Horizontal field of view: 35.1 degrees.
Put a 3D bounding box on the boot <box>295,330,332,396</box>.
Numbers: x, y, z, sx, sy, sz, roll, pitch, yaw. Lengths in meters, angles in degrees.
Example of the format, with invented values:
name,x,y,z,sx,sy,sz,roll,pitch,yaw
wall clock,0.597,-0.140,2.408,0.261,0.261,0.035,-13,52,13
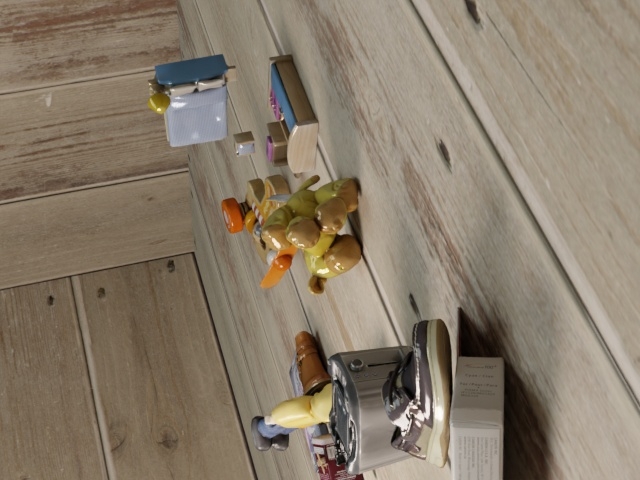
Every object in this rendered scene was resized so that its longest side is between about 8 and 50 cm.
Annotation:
name,x,y,z,sx,sy,sz,roll,pitch,yaw
boot,-0.021,0.275,2.268,0.197,0.073,0.152,123,139,-68

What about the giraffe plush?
name,x,y,z,sx,sy,sz,roll,pitch,yaw
giraffe plush,0.000,0.000,1.784,0.170,0.181,0.210,61,164,-23

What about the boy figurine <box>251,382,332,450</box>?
name,x,y,z,sx,sy,sz,roll,pitch,yaw
boy figurine,-0.026,0.383,2.197,0.285,0.177,0.092,-29,60,44

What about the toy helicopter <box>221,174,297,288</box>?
name,x,y,z,sx,sy,sz,roll,pitch,yaw
toy helicopter,-0.111,-0.038,2.247,0.355,0.140,0.235,120,134,-69

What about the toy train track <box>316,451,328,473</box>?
name,x,y,z,sx,sy,sz,roll,pitch,yaw
toy train track,0.004,0.466,2.127,0.083,0.014,0.048,111,139,-73

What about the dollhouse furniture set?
name,x,y,z,sx,sy,sz,roll,pitch,yaw
dollhouse furniture set,-0.183,-0.201,2.028,0.286,0.303,0.198,96,160,-52

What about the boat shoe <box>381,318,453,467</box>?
name,x,y,z,sx,sy,sz,roll,pitch,yaw
boat shoe,0.125,0.204,1.313,0.285,0.092,0.102,81,-165,-51

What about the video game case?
name,x,y,z,sx,sy,sz,roll,pitch,yaw
video game case,-0.025,0.423,2.514,0.196,0.026,0.274,106,150,-63

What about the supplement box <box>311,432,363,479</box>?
name,x,y,z,sx,sy,sz,roll,pitch,yaw
supplement box,0.049,0.536,2.175,0.130,0.073,0.239,141,118,-75

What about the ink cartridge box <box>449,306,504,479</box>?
name,x,y,z,sx,sy,sz,roll,pitch,yaw
ink cartridge box,0.203,0.275,1.304,0.261,0.066,0.296,-71,-20,-61

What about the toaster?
name,x,y,z,sx,sy,sz,roll,pitch,yaw
toaster,0.095,0.266,1.575,0.129,0.146,0.227,-118,21,-53
